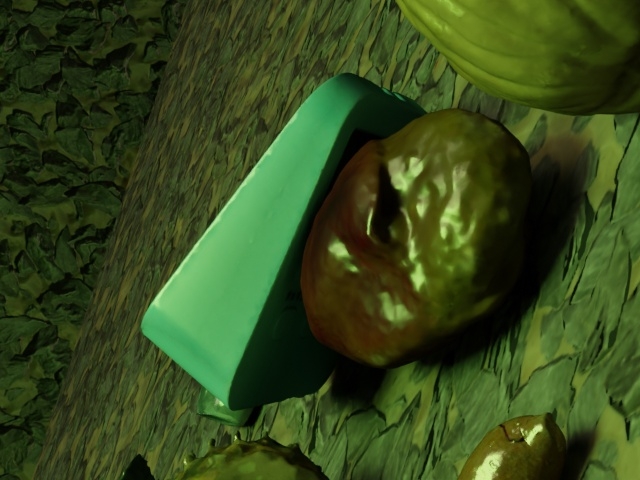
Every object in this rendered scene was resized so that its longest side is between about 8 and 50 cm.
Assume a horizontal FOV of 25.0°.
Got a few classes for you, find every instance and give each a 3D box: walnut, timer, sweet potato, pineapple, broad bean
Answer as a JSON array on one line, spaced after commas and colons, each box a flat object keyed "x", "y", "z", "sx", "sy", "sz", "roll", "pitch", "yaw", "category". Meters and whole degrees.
[{"x": 0.133, "y": -0.189, "z": 0.756, "sx": 0.225, "sy": 0.225, "sz": 0.261, "roll": -51, "pitch": 45, "yaw": 49, "category": "walnut"}, {"x": 0.000, "y": 0.000, "z": 1.105, "sx": 0.250, "sy": 0.091, "sz": 0.232, "roll": -56, "pitch": -18, "yaw": 11, "category": "timer"}, {"x": 0.079, "y": 0.171, "z": 0.784, "sx": 0.056, "sy": 0.056, "sz": 0.195, "roll": -99, "pitch": 31, "yaw": -64, "category": "sweet potato"}, {"x": -0.080, "y": 0.225, "z": 1.088, "sx": 0.141, "sy": 0.170, "sz": 0.310, "roll": -43, "pitch": 0, "yaw": -22, "category": "pineapple"}, {"x": 0.061, "y": 0.003, "z": 0.956, "sx": 0.228, "sy": 0.122, "sz": 0.156, "roll": 130, "pitch": 158, "yaw": -59, "category": "broad bean"}]

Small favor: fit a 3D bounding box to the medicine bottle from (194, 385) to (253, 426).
[{"x": -0.064, "y": 0.081, "z": 1.428, "sx": 0.208, "sy": 0.054, "sz": 0.090, "roll": -69, "pitch": 13, "yaw": -12, "category": "medicine bottle"}]
